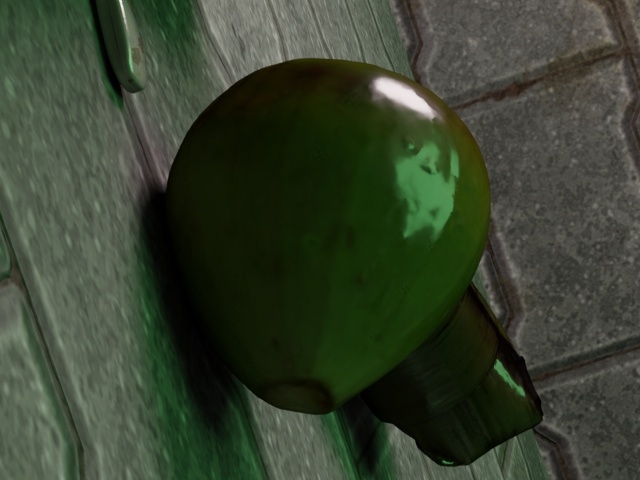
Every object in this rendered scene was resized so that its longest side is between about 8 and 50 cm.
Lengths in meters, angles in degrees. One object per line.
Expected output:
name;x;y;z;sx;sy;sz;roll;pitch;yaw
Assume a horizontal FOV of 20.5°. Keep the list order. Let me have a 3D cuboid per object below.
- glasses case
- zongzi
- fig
glasses case;-0.127;-0.133;1.125;0.032;0.021;0.083;53;21;-68
zongzi;0.053;0.031;1.577;0.286;0.138;0.300;57;2;-28
fig;-0.005;-0.009;1.122;0.230;0.207;0.207;-45;122;-41
